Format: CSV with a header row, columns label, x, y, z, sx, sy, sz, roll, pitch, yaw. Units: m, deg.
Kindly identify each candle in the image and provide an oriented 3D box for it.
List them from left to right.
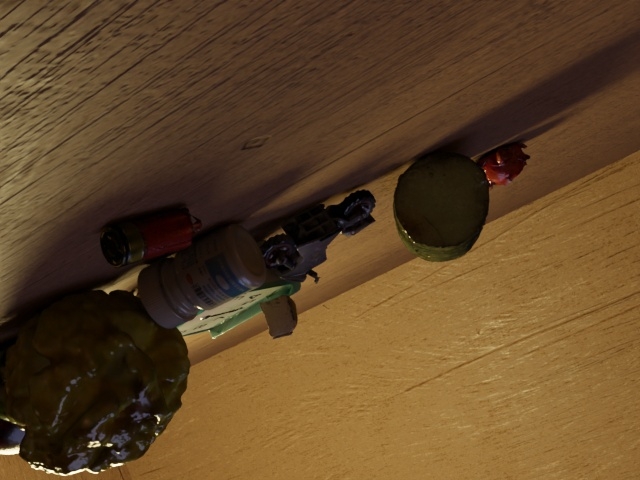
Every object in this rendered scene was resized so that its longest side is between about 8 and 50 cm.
label,x,y,z,sx,sy,sz,roll,pitch,yaw
candle,-0.193,-0.007,1.181,0.131,0.052,0.052,-19,172,-41

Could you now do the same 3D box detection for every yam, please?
label,x,y,z,sx,sy,sz,roll,pitch,yaw
yam,0.206,-0.050,1.700,0.168,0.168,0.304,-24,172,2

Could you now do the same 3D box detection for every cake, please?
label,x,y,z,sx,sy,sz,roll,pitch,yaw
cake,-0.066,0.113,1.666,0.052,0.065,0.121,-21,-169,4

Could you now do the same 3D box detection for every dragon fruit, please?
label,x,y,z,sx,sy,sz,roll,pitch,yaw
dragon fruit,0.343,-0.136,1.886,0.112,0.068,0.126,-27,173,24

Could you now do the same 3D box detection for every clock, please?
label,x,y,z,sx,sy,sz,roll,pitch,yaw
clock,-0.202,0.093,1.697,0.231,0.116,0.262,-10,164,-44

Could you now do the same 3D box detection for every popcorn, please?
label,x,y,z,sx,sy,sz,roll,pitch,yaw
popcorn,-0.328,0.207,1.494,0.282,0.247,0.282,-23,161,-8

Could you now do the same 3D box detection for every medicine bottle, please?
label,x,y,z,sx,sy,sz,roll,pitch,yaw
medicine bottle,-0.172,0.052,1.463,0.168,0.105,0.105,-26,172,20

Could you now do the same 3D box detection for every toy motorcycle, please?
label,x,y,z,sx,sy,sz,roll,pitch,yaw
toy motorcycle,0.000,0.000,1.622,0.215,0.080,0.122,-29,148,-12

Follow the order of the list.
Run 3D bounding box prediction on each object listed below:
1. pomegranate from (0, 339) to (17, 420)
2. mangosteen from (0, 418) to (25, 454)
label,x,y,z,sx,sy,sz,roll,pitch,yaw
pomegranate,-0.486,0.219,1.609,0.149,0.148,0.169,-23,156,-3
mangosteen,-0.572,0.294,1.783,0.200,0.199,0.200,-23,173,-3
